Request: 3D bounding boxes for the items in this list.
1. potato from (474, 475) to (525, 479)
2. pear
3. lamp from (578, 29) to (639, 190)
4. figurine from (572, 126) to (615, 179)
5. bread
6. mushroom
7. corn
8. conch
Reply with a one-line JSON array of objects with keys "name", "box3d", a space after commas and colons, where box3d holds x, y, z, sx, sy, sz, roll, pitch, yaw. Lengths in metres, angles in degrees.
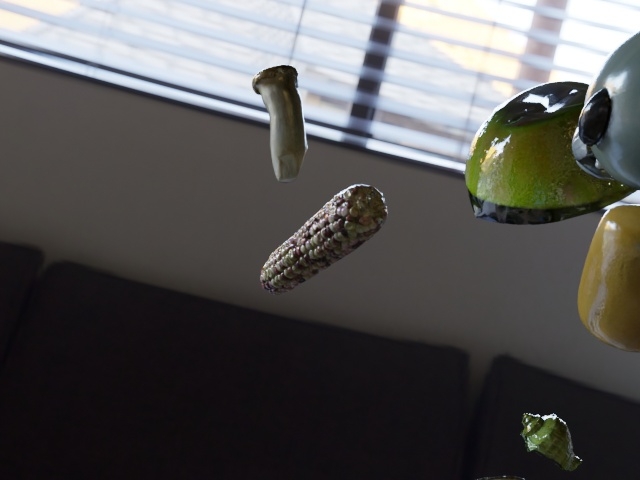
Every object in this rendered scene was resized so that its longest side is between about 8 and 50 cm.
[{"name": "potato", "box3d": [0.188, 0.375, 1.325, 0.182, 0.202, 0.117, 52, 7, -40]}, {"name": "pear", "box3d": [0.458, -0.199, 2.342, 0.399, 0.165, 0.399, -15, 24, 7]}, {"name": "lamp", "box3d": [0.394, -0.127, 1.270, 0.198, 0.197, 0.244, 10, -22, 45]}, {"name": "figurine", "box3d": [0.407, -0.136, 1.710, 0.082, 0.094, 0.086, 11, -48, 12]}, {"name": "bread", "box3d": [0.409, 0.058, 1.522, 0.147, 0.217, 0.098, 19, 42, 20]}, {"name": "mushroom", "box3d": [-0.066, -0.206, 2.058, 0.084, 0.209, 0.071, -1, -16, -32]}, {"name": "corn", "box3d": [0.000, 0.000, 1.948, 0.092, 0.092, 0.280, 16, -39, -39]}, {"name": "conch", "box3d": [0.369, 0.327, 1.908, 0.121, 0.089, 0.074, 47, -42, 9]}]
